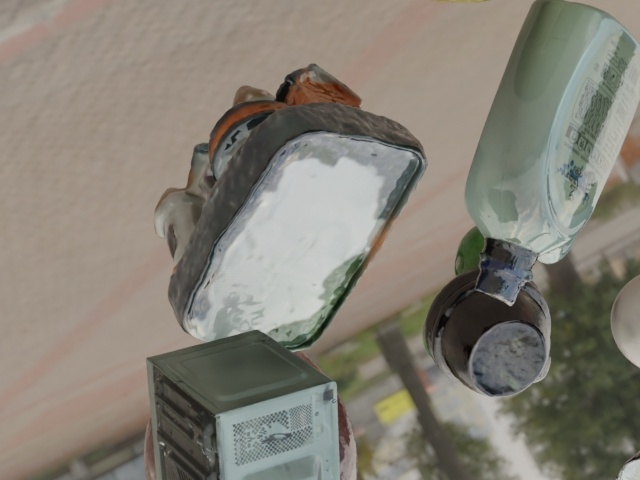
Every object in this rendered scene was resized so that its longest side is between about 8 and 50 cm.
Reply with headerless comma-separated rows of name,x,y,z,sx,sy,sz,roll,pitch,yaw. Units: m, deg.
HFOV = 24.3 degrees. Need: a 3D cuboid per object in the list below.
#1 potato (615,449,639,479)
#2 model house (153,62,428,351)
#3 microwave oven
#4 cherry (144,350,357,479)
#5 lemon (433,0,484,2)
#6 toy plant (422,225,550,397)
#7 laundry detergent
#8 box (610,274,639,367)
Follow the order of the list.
potato,0.494,0.305,1.721,0.196,0.300,0.246,-47,-174,-38
model house,-0.068,-0.074,1.514,0.190,0.301,0.271,11,122,-32
microwave oven,-0.067,0.205,1.286,0.122,0.208,0.162,-13,-158,-27
cherry,-0.082,0.252,1.810,0.307,0.261,0.221,-77,-177,-47
lemon,0.115,-0.319,1.261,0.236,0.236,0.263,-29,179,4
toy plant,0.226,0.100,2.043,0.218,0.175,0.235,-60,-156,17
laundry detergent,0.220,-0.070,1.423,0.105,0.280,0.215,15,174,28
box,0.551,0.101,1.829,0.349,0.141,0.288,-6,166,29
